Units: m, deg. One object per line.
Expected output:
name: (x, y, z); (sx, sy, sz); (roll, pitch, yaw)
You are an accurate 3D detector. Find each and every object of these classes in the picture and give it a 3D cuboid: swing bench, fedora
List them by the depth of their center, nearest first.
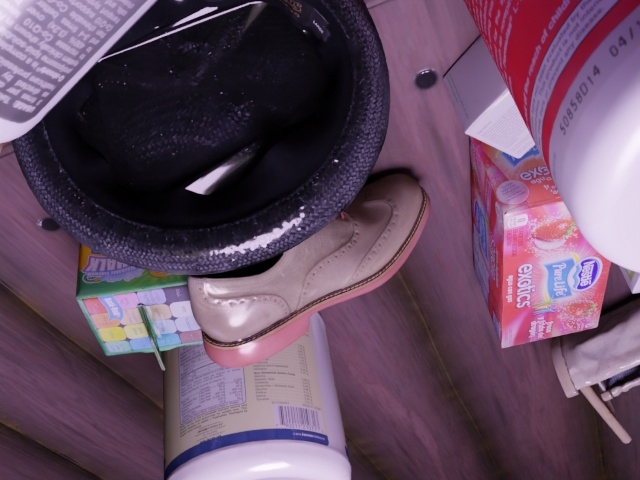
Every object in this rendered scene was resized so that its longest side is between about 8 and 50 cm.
fedora: (-0.106, -0.126, 0.684); (0.334, 0.334, 0.152); (-9, -175, -2)
swing bench: (0.564, 0.193, 1.255); (0.253, 0.165, 0.255); (-32, 130, 25)

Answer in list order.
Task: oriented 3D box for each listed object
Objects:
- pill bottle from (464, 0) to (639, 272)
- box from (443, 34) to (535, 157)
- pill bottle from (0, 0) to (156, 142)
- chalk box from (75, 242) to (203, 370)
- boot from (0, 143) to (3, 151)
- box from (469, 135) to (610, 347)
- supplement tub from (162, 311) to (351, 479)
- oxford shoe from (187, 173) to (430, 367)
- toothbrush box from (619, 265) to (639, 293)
pill bottle: (0.224, -0.194, 0.520); (0.229, 0.407, 0.229); (-7, 141, -6)
box: (0.206, -0.166, 0.789); (0.087, 0.101, 0.102); (19, 132, -30)
pill bottle: (-0.231, -0.198, 0.491); (0.363, 0.210, 0.210); (-43, 134, 6)
chalk box: (-0.208, 0.051, 0.867); (0.132, 0.213, 0.132); (-7, 140, -4)
boot: (-0.488, -0.117, 0.711); (0.284, 0.109, 0.220); (-10, 137, 11)
box: (0.285, -0.008, 0.958); (0.142, 0.154, 0.300); (-13, 139, 3)
supplement tub: (-0.096, 0.204, 0.986); (0.236, 0.324, 0.235); (-6, 140, -5)
oxford shoe: (0.000, 0.000, 0.841); (0.348, 0.123, 0.130); (-38, 129, -30)
toothbrush box: (0.566, -0.050, 0.993); (0.283, 0.122, 0.206); (-6, 140, -3)
